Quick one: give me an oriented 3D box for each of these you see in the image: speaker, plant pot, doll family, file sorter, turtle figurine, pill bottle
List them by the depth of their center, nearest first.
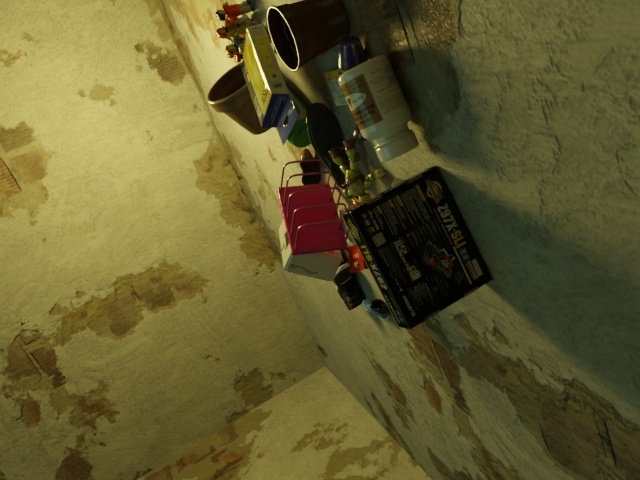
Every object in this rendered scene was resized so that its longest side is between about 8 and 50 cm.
[{"bbox_3d":[0.144,-0.312,1.307,0.229,0.131,0.131,64,166,-10],"label":"pill bottle"},{"bbox_3d":[-0.027,-0.546,1.399,0.167,0.165,0.167,55,165,23],"label":"plant pot"},{"bbox_3d":[0.100,-0.193,1.696,0.269,0.087,0.217,-28,86,62],"label":"turtle figurine"},{"bbox_3d":[-0.021,-0.126,1.924,0.182,0.202,0.291,105,155,-56],"label":"file sorter"},{"bbox_3d":[-0.276,-0.723,1.932,0.263,0.163,0.118,57,165,18],"label":"doll family"},{"bbox_3d":[-0.126,-0.466,1.971,0.296,0.131,0.131,53,163,31],"label":"speaker"},{"bbox_3d":[-0.279,-0.556,2.178,0.229,0.263,0.263,49,176,-37],"label":"plant pot"}]

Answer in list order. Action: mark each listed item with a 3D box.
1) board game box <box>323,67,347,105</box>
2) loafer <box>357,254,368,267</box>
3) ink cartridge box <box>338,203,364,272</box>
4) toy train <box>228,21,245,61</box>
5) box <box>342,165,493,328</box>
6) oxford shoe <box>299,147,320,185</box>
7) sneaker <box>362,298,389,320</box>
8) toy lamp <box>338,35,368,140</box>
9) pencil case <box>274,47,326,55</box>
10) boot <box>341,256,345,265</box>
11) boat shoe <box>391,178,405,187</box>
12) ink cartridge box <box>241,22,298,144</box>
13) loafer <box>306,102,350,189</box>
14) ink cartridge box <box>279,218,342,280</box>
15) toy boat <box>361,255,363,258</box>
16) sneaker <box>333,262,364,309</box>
[{"bbox_3d":[0.066,-0.440,1.551,0.103,0.026,0.154,66,165,-18],"label":"board game box"},{"bbox_3d":[0.193,0.053,1.942,0.251,0.094,0.087,145,127,-75],"label":"loafer"},{"bbox_3d":[0.104,-0.003,1.995,0.189,0.066,0.232,151,121,-75],"label":"ink cartridge box"},{"bbox_3d":[-0.276,-0.748,2.046,0.248,0.105,0.143,43,143,52],"label":"toy train"},{"bbox_3d":[0.238,0.017,1.338,0.322,0.257,0.079,62,165,-4],"label":"box"},{"bbox_3d":[-0.041,-0.285,2.167,0.212,0.076,0.076,83,-176,-60],"label":"oxford shoe"},{"bbox_3d":[0.221,0.264,2.247,0.152,0.058,0.084,37,158,49],"label":"sneaker"},{"bbox_3d":[0.097,-0.394,1.426,0.080,0.080,0.275,46,159,46],"label":"toy lamp"},{"bbox_3d":[-0.054,-0.572,1.585,0.236,0.104,0.104,27,142,64],"label":"pencil case"},{"bbox_3d":[0.000,0.000,2.368,0.284,0.138,0.377,61,169,5],"label":"boot"},{"bbox_3d":[0.249,-0.127,1.471,0.042,0.049,0.133,37,180,-44],"label":"boat shoe"},{"bbox_3d":[-0.175,-0.489,1.776,0.303,0.072,0.307,146,106,-75],"label":"ink cartridge box"},{"bbox_3d":[0.025,-0.305,1.796,0.302,0.109,0.095,63,170,-18],"label":"loafer"},{"bbox_3d":[-0.042,0.015,2.086,0.273,0.197,0.114,-103,33,-54],"label":"ink cartridge box"},{"bbox_3d":[0.195,0.018,1.699,0.151,0.151,0.231,57,165,18],"label":"toy boat"},{"bbox_3d":[0.131,0.208,2.391,0.147,0.104,0.296,53,169,25],"label":"sneaker"}]
